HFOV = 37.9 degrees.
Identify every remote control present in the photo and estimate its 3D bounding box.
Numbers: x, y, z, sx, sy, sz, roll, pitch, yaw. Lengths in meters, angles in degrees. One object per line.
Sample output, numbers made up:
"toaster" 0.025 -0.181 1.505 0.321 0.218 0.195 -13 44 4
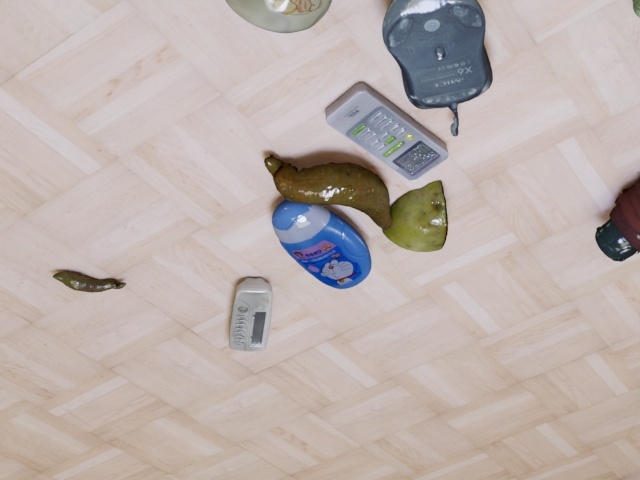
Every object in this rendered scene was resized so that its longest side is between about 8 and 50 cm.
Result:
"remote control" -0.158 0.170 2.105 0.090 0.049 0.230 1 138 -10
"remote control" 0.126 -0.198 1.733 0.103 0.034 0.250 -35 132 29

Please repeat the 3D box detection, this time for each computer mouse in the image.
"computer mouse" 0.203 -0.311 1.578 0.167 0.090 0.379 -8 146 10

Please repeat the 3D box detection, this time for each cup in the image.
"cup" -0.024 -0.438 1.379 0.173 0.255 0.202 39 134 13

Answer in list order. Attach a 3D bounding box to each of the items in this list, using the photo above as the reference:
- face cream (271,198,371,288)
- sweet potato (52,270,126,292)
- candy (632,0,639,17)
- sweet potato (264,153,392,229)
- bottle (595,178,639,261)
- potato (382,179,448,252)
"face cream" 0.000 0.000 1.905 0.149 0.083 0.264 -23 136 24
"sweet potato" -0.493 0.092 1.984 0.153 0.038 0.041 9 159 -20
"candy" 0.567 -0.449 1.501 0.061 0.061 0.202 7 129 -15
"sweet potato" 0.037 -0.101 1.787 0.310 0.097 0.124 17 155 -26
"bottle" 0.683 -0.055 1.876 0.143 0.156 0.271 22 127 -38
"potato" 0.192 -0.039 1.888 0.120 0.081 0.149 -6 139 -4
